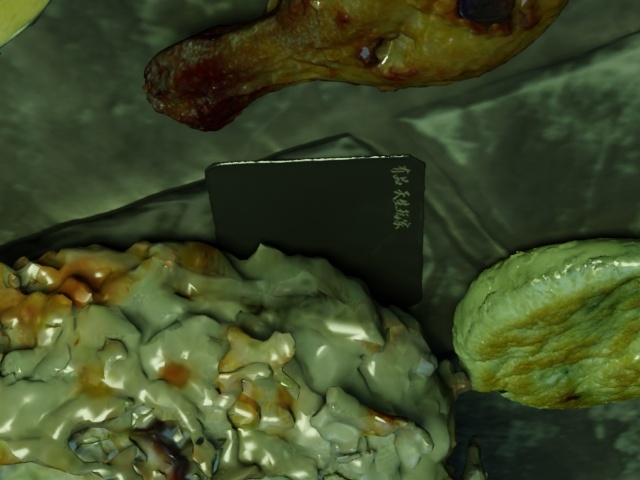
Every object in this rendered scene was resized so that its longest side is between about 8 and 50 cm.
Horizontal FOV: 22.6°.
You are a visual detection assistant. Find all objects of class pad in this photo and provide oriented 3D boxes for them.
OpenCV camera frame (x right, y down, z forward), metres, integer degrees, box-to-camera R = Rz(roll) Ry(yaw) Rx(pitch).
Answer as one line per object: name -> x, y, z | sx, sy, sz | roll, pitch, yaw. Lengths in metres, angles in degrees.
pad -> 0.000, 0.000, 0.862 | 0.112, 0.003, 0.157 | -3, 149, 2

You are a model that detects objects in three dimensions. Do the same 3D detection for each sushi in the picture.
sushi -> -0.090, 0.150, 0.928 | 0.418, 0.175, 0.417 | 5, 139, 5

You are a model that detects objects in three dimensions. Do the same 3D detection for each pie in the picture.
pie -> 0.165, 0.049, 0.913 | 0.187, 0.041, 0.187 | -2, 149, -1

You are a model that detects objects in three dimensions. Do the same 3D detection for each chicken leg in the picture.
chicken leg -> 0.021, -0.130, 0.588 | 0.177, 0.083, 0.322 | 9, 147, 0

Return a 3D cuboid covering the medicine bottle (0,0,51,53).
medicine bottle -> -0.137, -0.190, 0.398 | 0.151, 0.151, 0.322 | 2, 149, -6
